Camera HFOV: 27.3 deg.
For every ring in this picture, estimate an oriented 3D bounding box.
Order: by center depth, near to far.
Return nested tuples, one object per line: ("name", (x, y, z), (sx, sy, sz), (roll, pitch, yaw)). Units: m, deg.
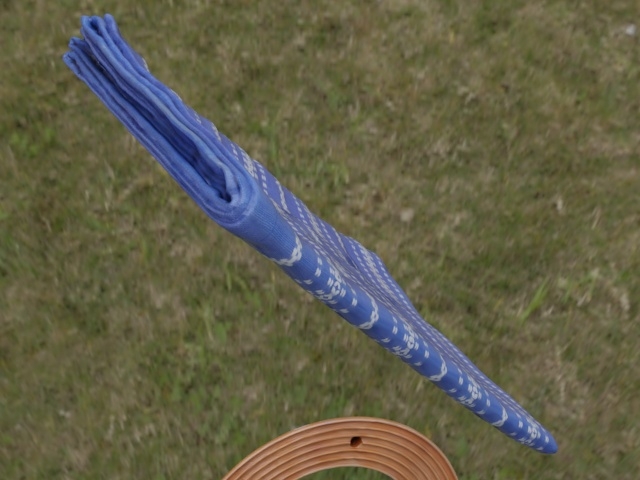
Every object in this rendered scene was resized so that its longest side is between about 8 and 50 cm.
("ring", (0.003, 0.337, 1.462), (0.337, 0.336, 0.032), (-22, 29, -12))

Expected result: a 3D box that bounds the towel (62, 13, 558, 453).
("towel", (0.000, 0.000, 0.817), (0.040, 0.336, 0.243), (-49, 43, 3))
